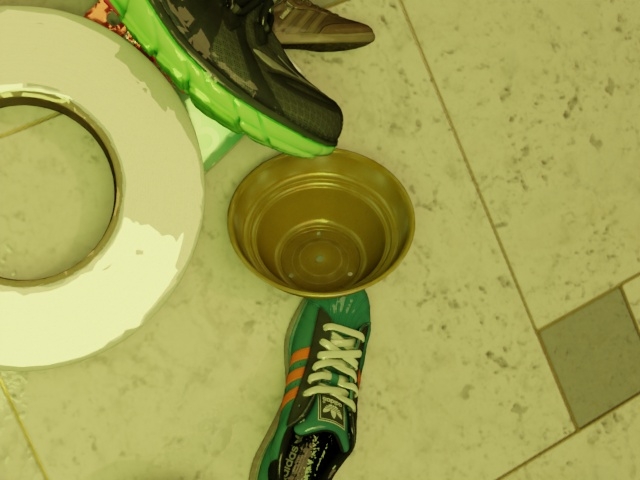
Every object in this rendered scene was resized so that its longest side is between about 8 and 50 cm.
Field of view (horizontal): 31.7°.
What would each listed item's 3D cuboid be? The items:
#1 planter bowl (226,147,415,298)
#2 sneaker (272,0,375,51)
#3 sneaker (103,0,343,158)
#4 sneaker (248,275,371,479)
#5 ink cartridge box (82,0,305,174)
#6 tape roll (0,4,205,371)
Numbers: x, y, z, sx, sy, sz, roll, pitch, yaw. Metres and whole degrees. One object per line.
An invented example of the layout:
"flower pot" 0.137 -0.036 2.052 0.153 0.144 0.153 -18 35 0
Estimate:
"planter bowl" 0.000 0.000 1.330 0.217 0.090 0.217 1 53 -1
"sneaker" -0.021 -0.269 1.368 0.188 0.066 0.071 -3 90 -22
"sneaker" -0.122 -0.281 1.165 0.202 0.185 0.483 -40 107 1
"sneaker" 0.007 0.185 1.326 0.108 0.121 0.302 19 80 -20
"ink cartridge box" -0.156 -0.210 1.294 0.181 0.056 0.225 -44 106 1
"tape roll" -0.319 -0.055 1.207 0.392 0.072 0.392 0 88 -12
